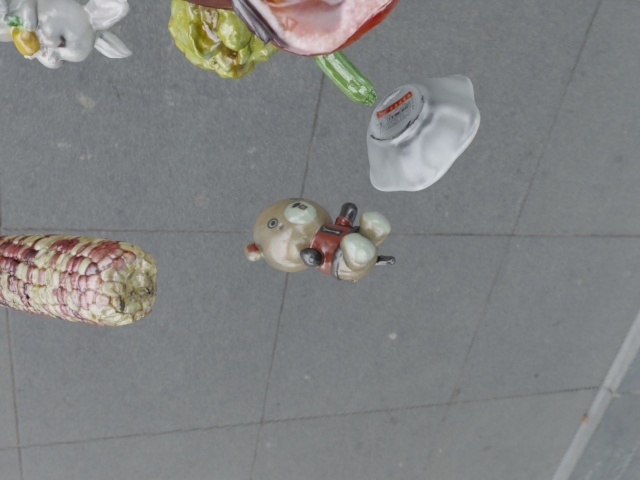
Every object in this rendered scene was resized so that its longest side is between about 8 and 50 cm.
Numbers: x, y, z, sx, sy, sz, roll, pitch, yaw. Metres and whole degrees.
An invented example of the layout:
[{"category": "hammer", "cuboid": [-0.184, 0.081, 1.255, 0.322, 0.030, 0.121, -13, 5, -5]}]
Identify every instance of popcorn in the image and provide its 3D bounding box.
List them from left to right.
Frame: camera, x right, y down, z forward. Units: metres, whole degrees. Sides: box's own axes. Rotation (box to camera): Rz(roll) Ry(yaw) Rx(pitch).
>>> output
[{"category": "popcorn", "cuboid": [-0.199, -0.458, 1.249, 0.242, 0.250, 0.234, -11, 91, -50]}]

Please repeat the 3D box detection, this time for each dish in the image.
[{"category": "dish", "cuboid": [0.141, -0.190, 0.948, 0.081, 0.229, 0.229, 30, 107, -36]}]

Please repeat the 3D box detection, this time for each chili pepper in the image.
[{"category": "chili pepper", "cuboid": [-0.019, -0.357, 0.698, 0.229, 0.305, 0.251, -31, 110, 5]}]

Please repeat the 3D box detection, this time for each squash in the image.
[{"category": "squash", "cuboid": [0.058, -0.419, 1.469, 0.219, 0.077, 0.068, 41, 61, -19]}]

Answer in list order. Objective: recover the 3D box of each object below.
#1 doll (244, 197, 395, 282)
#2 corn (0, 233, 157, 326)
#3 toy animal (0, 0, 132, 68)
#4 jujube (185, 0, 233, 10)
[{"category": "doll", "cuboid": [0.000, 0.000, 1.349, 0.235, 0.330, 0.174, -52, 146, -37]}, {"category": "corn", "cuboid": [-0.314, 0.041, 0.674, 0.290, 0.098, 0.098, 2, 129, 27]}, {"category": "toy animal", "cuboid": [-0.553, -0.443, 1.179, 0.325, 0.154, 0.208, -10, 156, -20]}, {"category": "jujube", "cuboid": [-0.165, -0.515, 0.927, 0.377, 0.276, 0.276, 15, 117, 3]}]
